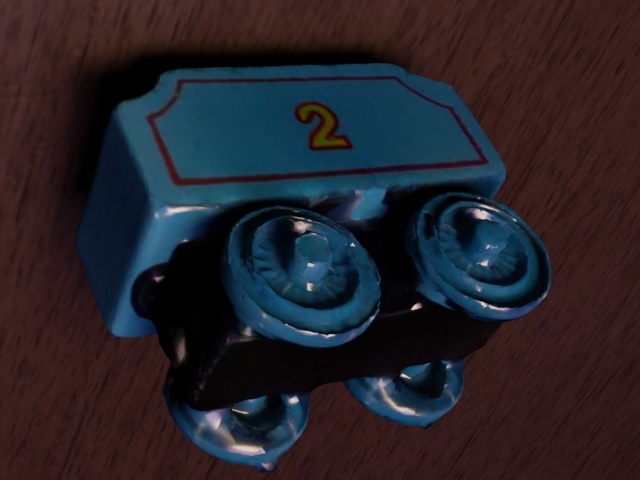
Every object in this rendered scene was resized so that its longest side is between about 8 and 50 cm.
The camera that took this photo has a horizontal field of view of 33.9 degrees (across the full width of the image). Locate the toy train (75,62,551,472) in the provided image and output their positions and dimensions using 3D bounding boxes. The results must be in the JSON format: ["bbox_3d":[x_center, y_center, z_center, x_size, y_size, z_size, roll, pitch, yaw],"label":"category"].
[{"bbox_3d":[0.000,0.000,0.759,0.300,0.265,0.188,-7,144,-31],"label":"toy train"}]
